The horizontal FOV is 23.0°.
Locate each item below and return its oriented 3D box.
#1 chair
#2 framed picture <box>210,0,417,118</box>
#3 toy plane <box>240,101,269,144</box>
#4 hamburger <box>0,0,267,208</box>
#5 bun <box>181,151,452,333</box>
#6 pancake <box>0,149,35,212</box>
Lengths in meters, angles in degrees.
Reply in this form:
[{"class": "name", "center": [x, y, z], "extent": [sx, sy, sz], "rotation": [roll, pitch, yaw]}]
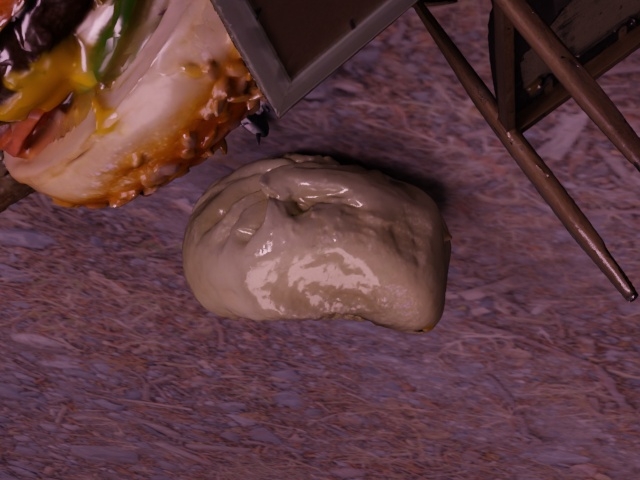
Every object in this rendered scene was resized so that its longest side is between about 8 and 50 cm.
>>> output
[{"class": "chair", "center": [0.158, -0.138, 0.922], "extent": [0.272, 0.166, 0.188], "rotation": [50, 169, 25]}, {"class": "framed picture", "center": [0.043, -0.208, 0.733], "extent": [0.016, 0.273, 0.216], "rotation": [43, 169, 37]}, {"class": "toy plane", "center": [-0.062, -0.102, 1.226], "extent": [0.078, 0.031, 0.083], "rotation": [-15, 143, 22]}, {"class": "hamburger", "center": [-0.131, -0.155, 0.866], "extent": [0.225, 0.291, 0.291], "rotation": [30, 150, -25]}, {"class": "bun", "center": [0.000, 0.000, 1.294], "extent": [0.229, 0.145, 0.229], "rotation": [3, -173, 0]}, {"class": "pancake", "center": [-0.286, -0.039, 1.123], "extent": [0.082, 0.387, 0.387], "rotation": [50, 149, 0]}]
